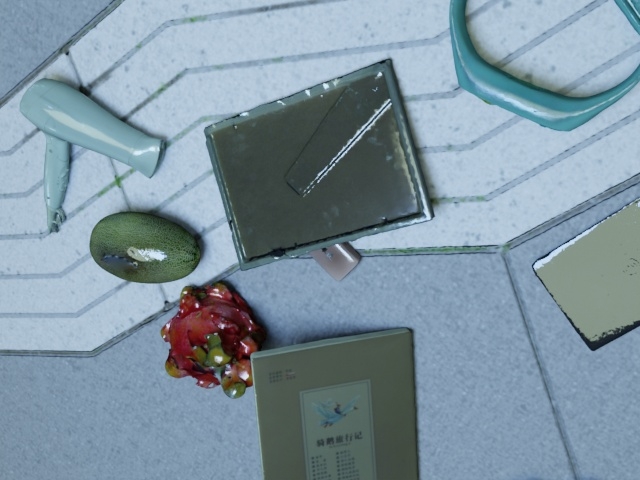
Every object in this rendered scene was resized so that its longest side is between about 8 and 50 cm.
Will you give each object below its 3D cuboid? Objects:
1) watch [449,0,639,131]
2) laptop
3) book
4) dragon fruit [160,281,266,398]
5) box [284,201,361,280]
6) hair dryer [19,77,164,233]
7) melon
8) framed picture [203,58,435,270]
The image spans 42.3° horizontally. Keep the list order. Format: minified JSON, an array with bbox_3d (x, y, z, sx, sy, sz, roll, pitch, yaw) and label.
[{"bbox_3d":[0.256,-0.227,0.910,0.237,0.068,0.195,29,111,15],"label":"watch"},{"bbox_3d":[0.365,0.031,0.971,0.197,0.016,0.135,-35,90,24],"label":"laptop"},{"bbox_3d":[0.025,0.279,1.105,0.216,0.021,0.310,-7,105,-13],"label":"book"},{"bbox_3d":[-0.139,0.146,1.132,0.150,0.208,0.133,-13,122,-19],"label":"dragon fruit"},{"bbox_3d":[0.000,0.000,1.093,0.115,0.025,0.048,47,114,3],"label":"box"},{"bbox_3d":[-0.344,-0.092,1.186,0.206,0.075,0.237,29,121,4],"label":"hair dryer"},{"bbox_3d":[-0.244,0.012,1.150,0.162,0.099,0.099,12,109,14],"label":"melon"},{"bbox_3d":[-0.011,-0.089,1.055,0.281,0.019,0.209,-14,90,24],"label":"framed picture"}]
